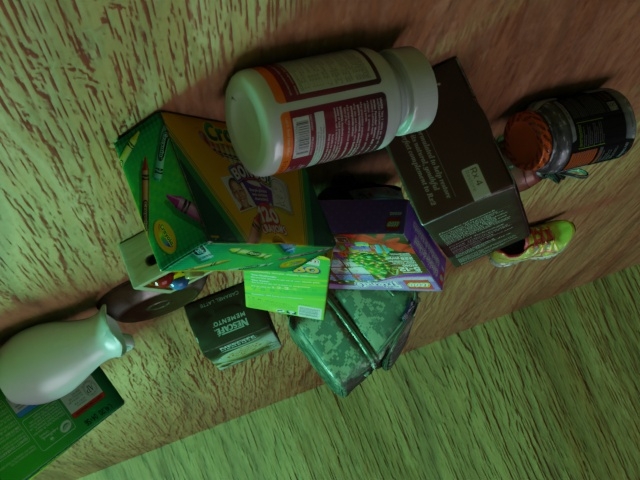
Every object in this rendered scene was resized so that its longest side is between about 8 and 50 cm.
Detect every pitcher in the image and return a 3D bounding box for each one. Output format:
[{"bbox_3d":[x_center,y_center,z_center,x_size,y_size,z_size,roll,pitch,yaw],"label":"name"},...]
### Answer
[{"bbox_3d":[-0.415,0.193,1.920,0.207,0.125,0.178,-24,161,0],"label":"pitcher"}]

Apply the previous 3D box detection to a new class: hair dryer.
[{"bbox_3d":[0.341,-0.104,1.990,0.294,0.080,0.223,-6,166,-7],"label":"hair dryer"}]

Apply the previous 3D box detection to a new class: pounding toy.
[{"bbox_3d":[-0.198,0.026,1.688,0.141,0.100,0.130,-26,166,17],"label":"pounding toy"}]

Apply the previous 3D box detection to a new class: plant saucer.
[{"bbox_3d":[-0.275,0.095,1.960,0.199,0.036,0.198,-21,167,-5],"label":"plant saucer"}]

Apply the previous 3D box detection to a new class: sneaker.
[{"bbox_3d":[0.484,0.004,2.660,0.209,0.081,0.094,-22,164,1],"label":"sneaker"}]

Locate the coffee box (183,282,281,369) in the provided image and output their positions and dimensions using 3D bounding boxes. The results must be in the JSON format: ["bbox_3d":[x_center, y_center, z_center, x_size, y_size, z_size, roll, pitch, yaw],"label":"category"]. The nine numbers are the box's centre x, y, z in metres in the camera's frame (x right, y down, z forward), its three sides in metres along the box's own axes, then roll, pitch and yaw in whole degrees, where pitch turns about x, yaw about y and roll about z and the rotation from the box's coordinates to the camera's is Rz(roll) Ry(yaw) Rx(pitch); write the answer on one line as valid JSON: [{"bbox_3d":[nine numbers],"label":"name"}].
[{"bbox_3d":[-0.166,0.169,2.260,0.141,0.098,0.246,-22,166,-1],"label":"coffee box"}]

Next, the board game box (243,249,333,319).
[{"bbox_3d":[-0.048,0.052,1.691,0.124,0.039,0.259,10,160,2],"label":"board game box"}]

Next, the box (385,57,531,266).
[{"bbox_3d":[0.193,-0.094,1.652,0.143,0.191,0.381,-24,165,7],"label":"box"}]

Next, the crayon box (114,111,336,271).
[{"bbox_3d":[-0.108,-0.052,1.410,0.081,0.165,0.278,-30,164,27],"label":"crayon box"}]

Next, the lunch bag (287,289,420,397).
[{"bbox_3d":[0.085,0.181,2.494,0.256,0.212,0.305,-37,168,-7],"label":"lunch bag"}]

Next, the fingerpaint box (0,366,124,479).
[{"bbox_3d":[-0.612,0.392,2.015,0.371,0.163,0.445,-34,-179,40],"label":"fingerpaint box"}]

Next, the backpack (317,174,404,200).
[{"bbox_3d":[0.062,-0.027,1.845,0.182,0.115,0.152,-3,158,-42],"label":"backpack"}]

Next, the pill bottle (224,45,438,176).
[{"bbox_3d":[0.014,-0.151,1.316,0.221,0.121,0.121,-15,164,-26],"label":"pill bottle"}]

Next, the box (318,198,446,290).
[{"bbox_3d":[0.014,0.009,1.685,0.293,0.057,0.201,0,156,23],"label":"box"}]

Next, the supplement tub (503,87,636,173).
[{"bbox_3d":[0.385,-0.168,1.812,0.190,0.117,0.117,-13,163,-30],"label":"supplement tub"}]
